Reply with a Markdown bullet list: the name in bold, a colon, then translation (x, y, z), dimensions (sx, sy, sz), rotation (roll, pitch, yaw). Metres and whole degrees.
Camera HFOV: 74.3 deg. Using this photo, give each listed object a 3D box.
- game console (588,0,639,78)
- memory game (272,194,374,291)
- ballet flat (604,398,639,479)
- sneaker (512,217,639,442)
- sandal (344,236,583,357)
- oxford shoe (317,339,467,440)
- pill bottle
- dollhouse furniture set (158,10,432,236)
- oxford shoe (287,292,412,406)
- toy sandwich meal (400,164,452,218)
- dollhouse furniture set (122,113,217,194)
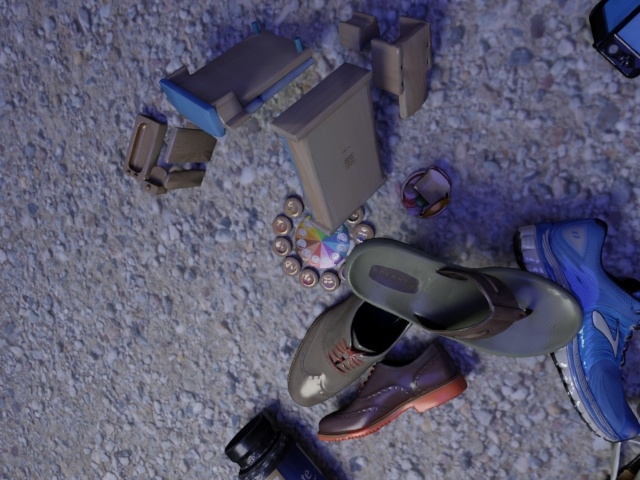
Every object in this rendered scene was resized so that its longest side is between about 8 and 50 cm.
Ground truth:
- **game console**: translation (0.411, -0.285, 0.522), dimensions (0.107, 0.071, 0.122), rotation (46, 110, 4)
- **memory game**: translation (0.000, 0.000, 0.731), dimensions (0.186, 0.012, 0.186), rotation (3, 102, 15)
- **ballet flat**: translation (0.497, 0.296, 0.608), dimensions (0.096, 0.095, 0.280), rotation (25, 107, 23)
- **sneaker**: translation (0.388, 0.122, 0.582), dimensions (0.147, 0.130, 0.329), rotation (-19, 95, 21)
- **sandal**: translation (0.175, 0.082, 0.538), dimensions (0.303, 0.086, 0.120), rotation (14, 101, 4)
- **oxford shoe**: translation (0.104, 0.259, 0.722), dimensions (0.272, 0.097, 0.098), rotation (-30, 76, 13)
- **pill bottle**: translation (-0.073, 0.440, 0.784), dimensions (0.123, 0.123, 0.219), rotation (-42, 88, 19)
- **dollhouse furniture set**: translation (-0.034, -0.209, 0.666), dimensions (0.303, 0.198, 0.286), rotation (34, 69, 32)
- **oxford shoe**: translation (0.044, 0.162, 0.688), dimensions (0.123, 0.130, 0.348), rotation (39, 109, 6)
- **toy sandwich meal**: translation (0.165, -0.073, 0.658), dimensions (0.086, 0.029, 0.085), rotation (3, 102, 16)
- **dollhouse furniture set**: translation (-0.290, -0.150, 0.725), dimensions (0.151, 0.123, 0.144), rotation (27, 107, 10)
